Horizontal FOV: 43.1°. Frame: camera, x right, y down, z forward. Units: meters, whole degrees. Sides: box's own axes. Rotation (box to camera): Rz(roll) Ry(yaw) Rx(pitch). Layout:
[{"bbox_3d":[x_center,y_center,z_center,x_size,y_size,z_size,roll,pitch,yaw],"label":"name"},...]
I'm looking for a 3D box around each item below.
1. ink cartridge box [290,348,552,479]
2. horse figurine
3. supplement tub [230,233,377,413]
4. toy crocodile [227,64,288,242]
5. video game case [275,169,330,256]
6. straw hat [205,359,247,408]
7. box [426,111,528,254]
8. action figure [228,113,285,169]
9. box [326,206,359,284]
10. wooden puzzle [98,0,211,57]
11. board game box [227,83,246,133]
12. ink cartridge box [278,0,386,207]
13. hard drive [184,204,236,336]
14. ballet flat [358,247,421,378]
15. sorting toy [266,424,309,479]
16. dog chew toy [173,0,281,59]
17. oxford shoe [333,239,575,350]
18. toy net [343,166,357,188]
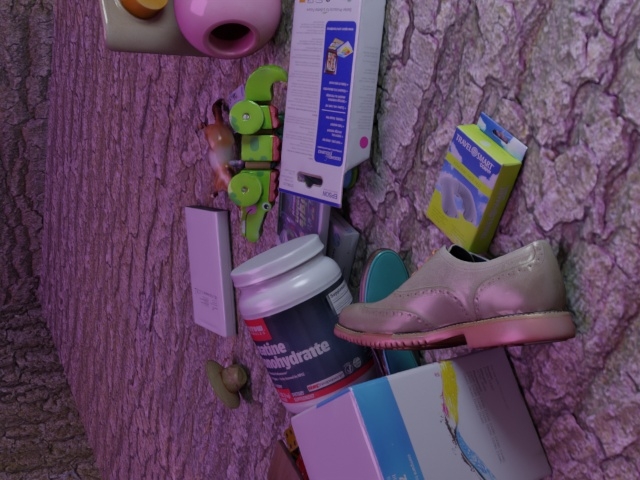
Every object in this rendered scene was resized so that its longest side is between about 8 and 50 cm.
[{"bbox_3d":[0.139,0.290,1.152,0.198,0.270,0.197,-43,62,55],"label":"ink cartridge box"},{"bbox_3d":[-0.228,-0.193,1.852,0.174,0.066,0.263,-167,70,-69],"label":"horse figurine"},{"bbox_3d":[-0.026,0.145,1.417,0.191,0.191,0.272,-10,106,60],"label":"supplement tub"},{"bbox_3d":[-0.117,-0.166,1.561,0.115,0.105,0.340,-57,-30,-81],"label":"toy crocodile"},{"bbox_3d":[-0.035,-0.043,1.528,0.173,0.022,0.190,41,132,51],"label":"video game case"},{"bbox_3d":[-0.212,0.333,1.959,0.061,0.144,0.144,-36,58,11],"label":"straw hat"},{"bbox_3d":[0.219,-0.079,1.154,0.109,0.042,0.178,51,138,41],"label":"box"},{"bbox_3d":[-0.123,-0.197,1.691,0.232,0.063,0.137,-44,57,50],"label":"action figure"},{"bbox_3d":[0.000,0.000,1.548,0.186,0.038,0.145,47,136,43],"label":"box"},{"bbox_3d":[-0.310,-0.561,1.665,0.080,0.322,0.347,-7,90,49],"label":"wooden puzzle"},{"bbox_3d":[-0.174,-0.289,1.787,0.090,0.020,0.090,-17,82,60],"label":"board game box"},{"bbox_3d":[0.015,-0.252,1.379,0.176,0.069,0.370,18,105,48],"label":"ink cartridge box"},{"bbox_3d":[-0.277,0.072,2.030,0.203,0.040,0.307,11,107,58],"label":"hard drive"},{"bbox_3d":[0.108,0.153,1.354,0.096,0.095,0.280,169,93,-72],"label":"ballet flat"},{"bbox_3d":[-0.057,0.514,1.759,0.132,0.046,0.274,52,139,41],"label":"sorting toy"},{"bbox_3d":[-0.188,-0.521,1.591,0.206,0.207,0.331,130,138,-52],"label":"dog chew toy"},{"bbox_3d":[0.177,0.083,1.164,0.397,0.140,0.146,-10,81,43],"label":"oxford shoe"},{"bbox_3d":[-0.006,-0.179,1.512,0.232,0.045,0.122,67,150,26],"label":"toy net"}]
